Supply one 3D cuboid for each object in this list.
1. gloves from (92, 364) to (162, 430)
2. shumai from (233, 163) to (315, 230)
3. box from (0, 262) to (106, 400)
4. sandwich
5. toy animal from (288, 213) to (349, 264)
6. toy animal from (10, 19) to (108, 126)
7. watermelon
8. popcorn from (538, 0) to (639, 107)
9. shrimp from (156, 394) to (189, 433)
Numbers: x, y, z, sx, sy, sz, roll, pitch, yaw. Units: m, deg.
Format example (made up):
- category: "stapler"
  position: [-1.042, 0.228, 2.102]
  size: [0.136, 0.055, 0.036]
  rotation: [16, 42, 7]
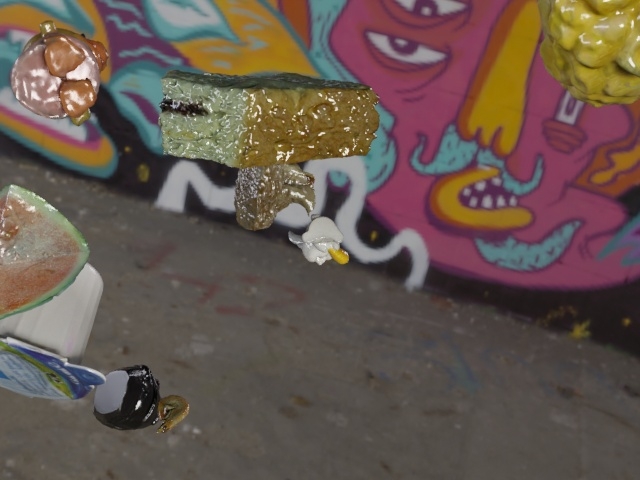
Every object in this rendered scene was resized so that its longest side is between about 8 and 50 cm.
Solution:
- category: "gloves"
  position: [-0.382, 0.326, 1.985]
  size: [0.124, 0.164, 0.203]
  rotation: [41, 11, 29]
- category: "shumai"
  position: [-0.102, -0.114, 2.234]
  size: [0.176, 0.206, 0.166]
  rotation: [9, 15, -25]
- category: "box"
  position: [-0.464, 0.127, 1.613]
  size: [0.291, 0.206, 0.262]
  rotation: [-1, -32, 24]
- category: "sandwich"
  position: [-0.108, -0.200, 1.527]
  size: [0.325, 0.131, 0.262]
  rotation: [-8, 19, -35]
- category: "toy animal"
  position: [0.000, 0.000, 2.320]
  size: [0.131, 0.181, 0.127]
  rotation: [-5, 69, -14]
- category: "toy animal"
  position: [-0.482, -0.312, 1.773]
  size: [0.169, 0.195, 0.281]
  rotation: [-14, 22, -1]
- category: "watermelon"
  position: [-0.432, 0.034, 1.404]
  size: [0.146, 0.231, 0.128]
  rotation: [17, 40, -34]
- category: "popcorn"
  position: [0.453, -0.395, 1.538]
  size: [0.382, 0.349, 0.349]
  rotation: [38, 29, 27]
- category: "shrimp"
  position: [-0.297, 0.336, 1.867]
  size: [0.059, 0.023, 0.108]
  rotation: [39, 34, 9]
